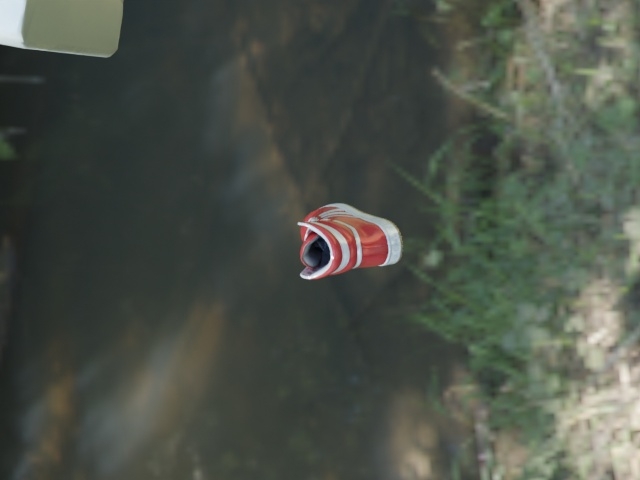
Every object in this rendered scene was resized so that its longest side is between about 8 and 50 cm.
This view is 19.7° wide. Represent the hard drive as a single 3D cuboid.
[{"bbox_3d":[-0.312,-0.163,1.086,0.233,0.353,0.047,-36,-43,-82],"label":"hard drive"}]

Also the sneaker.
[{"bbox_3d":[0.000,0.000,1.298,0.118,0.067,0.042,9,106,60],"label":"sneaker"}]
